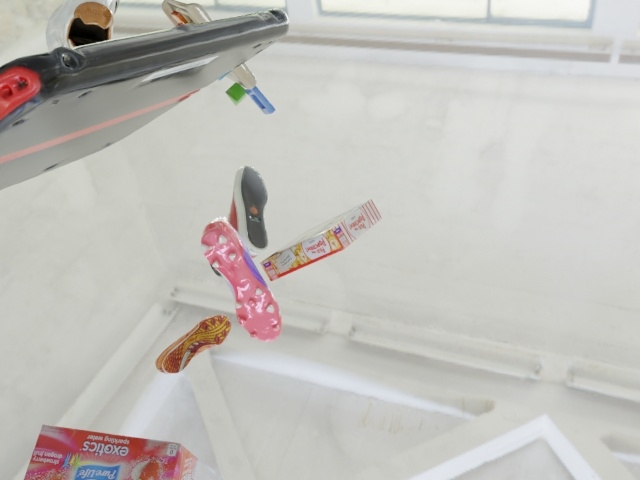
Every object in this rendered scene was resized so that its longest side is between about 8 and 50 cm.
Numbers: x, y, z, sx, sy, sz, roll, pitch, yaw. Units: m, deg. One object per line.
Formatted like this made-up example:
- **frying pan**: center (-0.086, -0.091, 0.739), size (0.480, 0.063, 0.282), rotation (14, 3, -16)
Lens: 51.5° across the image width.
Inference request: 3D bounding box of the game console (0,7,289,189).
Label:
- **game console**: center (-0.245, -0.133, 0.664), size (0.341, 0.060, 0.386), rotation (-22, -168, 32)

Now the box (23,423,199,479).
- **box**: center (-0.353, 0.403, 1.125), size (0.256, 0.123, 0.128), rotation (5, -118, 9)

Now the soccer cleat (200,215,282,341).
- **soccer cleat**: center (-0.133, 0.070, 1.186), size (0.083, 0.248, 0.095), rotation (-22, -157, 15)

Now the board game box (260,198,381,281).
- **board game box**: center (0.000, 0.000, 1.229), size (0.193, 0.045, 0.146), rotation (-25, -172, 42)

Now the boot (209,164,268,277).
- **boot**: center (-0.203, -0.044, 1.531), size (0.176, 0.088, 0.244), rotation (-34, -133, 37)

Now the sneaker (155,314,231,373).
- **sneaker**: center (-0.252, 0.198, 1.307), size (0.175, 0.064, 0.067), rotation (-32, -165, -35)

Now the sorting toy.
- **sorting toy**: center (-0.216, -0.354, 1.211), size (0.047, 0.348, 0.196), rotation (-44, -147, -8)

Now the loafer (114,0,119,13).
- **loafer**: center (-0.430, -0.483, 1.326), size (0.056, 0.148, 0.050), rotation (21, -107, -19)

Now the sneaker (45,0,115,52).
- **sneaker**: center (-0.450, -0.367, 1.227), size (0.105, 0.290, 0.123), rotation (7, -108, -27)
